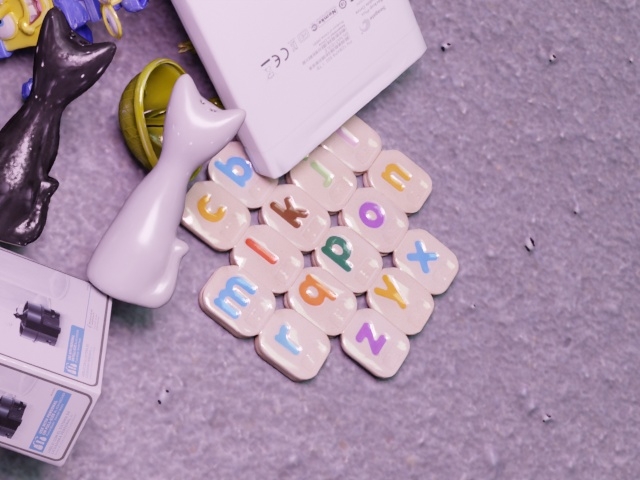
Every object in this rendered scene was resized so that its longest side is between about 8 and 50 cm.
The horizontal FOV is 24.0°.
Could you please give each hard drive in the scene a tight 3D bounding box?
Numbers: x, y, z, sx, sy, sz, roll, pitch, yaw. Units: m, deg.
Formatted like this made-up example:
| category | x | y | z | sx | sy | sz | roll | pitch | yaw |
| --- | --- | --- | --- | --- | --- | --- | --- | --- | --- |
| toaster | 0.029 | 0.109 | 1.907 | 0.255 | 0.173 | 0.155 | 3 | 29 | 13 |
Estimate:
| category | x | y | z | sx | sy | sz | roll | pitch | yaw |
| --- | --- | --- | --- | --- | --- | --- | --- | --- | --- |
| hard drive | -0.040 | -0.268 | 1.458 | 0.233 | 0.047 | 0.353 | -42 | 127 | -23 |

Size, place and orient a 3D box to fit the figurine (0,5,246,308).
| category | x | y | z | sx | sy | sz | roll | pitch | yaw |
| --- | --- | --- | --- | --- | --- | --- | --- | --- | --- |
| figurine | -0.193 | -0.074 | 1.358 | 0.214 | 0.092 | 0.209 | 26 | 104 | -1 |

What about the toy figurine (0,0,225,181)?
| category | x | y | z | sx | sy | sz | roll | pitch | yaw |
| --- | --- | --- | --- | --- | --- | --- | --- | --- | --- |
| toy figurine | -0.249 | -0.229 | 1.459 | 0.191 | 0.217 | 0.363 | -66 | 145 | -50 |

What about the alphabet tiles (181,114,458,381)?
| category | x | y | z | sx | sy | sz | roll | pitch | yaw |
| --- | --- | --- | --- | --- | --- | --- | --- | --- | --- |
| alphabet tiles | 0.000 | 0.000 | 1.541 | 0.278 | 0.021 | 0.284 | 38 | 61 | -8 |

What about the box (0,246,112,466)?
| category | x | y | z | sx | sy | sz | roll | pitch | yaw |
| --- | --- | --- | --- | --- | --- | --- | --- | --- | --- |
| box | -0.331 | 0.067 | 1.286 | 0.289 | 0.087 | 0.169 | 22 | 27 | -14 |
